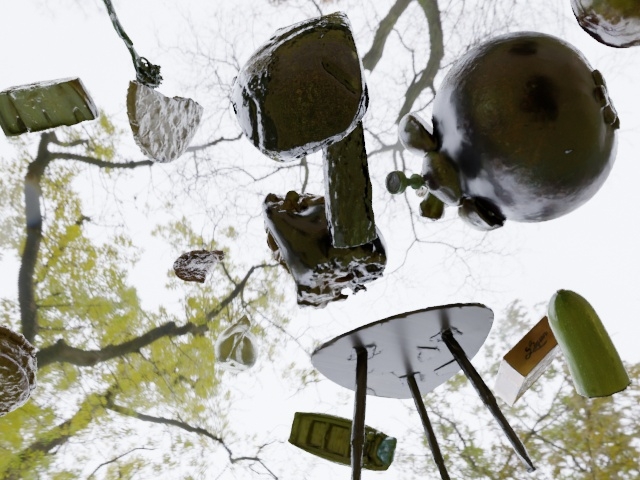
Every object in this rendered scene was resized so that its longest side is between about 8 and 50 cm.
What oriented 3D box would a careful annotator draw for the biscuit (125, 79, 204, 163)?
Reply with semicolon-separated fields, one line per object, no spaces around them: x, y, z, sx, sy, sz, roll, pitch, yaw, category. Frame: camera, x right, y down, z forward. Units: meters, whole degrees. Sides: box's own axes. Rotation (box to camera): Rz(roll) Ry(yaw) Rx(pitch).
-0.289;-0.209;0.942;0.032;0.250;0.133;15;-81;11;biscuit

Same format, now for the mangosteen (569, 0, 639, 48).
0.375;-0.290;0.438;0.297;0.297;0.313;48;-69;10;mangosteen

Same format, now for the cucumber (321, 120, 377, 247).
0.027;-0.098;0.728;0.062;0.078;0.211;-19;-73;-27;cucumber

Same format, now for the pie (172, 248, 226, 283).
-0.269;0.053;1.109;0.088;0.191;0.033;17;-73;-1;pie

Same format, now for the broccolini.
-0.380;-0.390;1.021;0.057;0.254;0.071;21;-112;12;broccolini

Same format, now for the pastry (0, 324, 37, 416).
-0.344;0.132;0.516;0.097;0.109;0.057;-34;-144;16;pastry

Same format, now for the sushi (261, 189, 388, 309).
-0.003;0.004;0.928;0.213;0.200;0.204;-1;-125;-24;sushi

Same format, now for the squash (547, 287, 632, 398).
0.465;0.171;0.901;0.095;0.095;0.188;-18;-96;-18;squash

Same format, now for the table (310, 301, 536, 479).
0.178;0.278;0.805;0.317;0.317;0.249;-1;-133;-12;table

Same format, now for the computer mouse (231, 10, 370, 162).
-0.022;-0.147;0.445;0.122;0.073;0.217;-25;-148;13;computer mouse

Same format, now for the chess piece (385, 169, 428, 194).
0.155;-0.099;0.862;0.093;0.042;0.042;-8;-112;-38;chess piece

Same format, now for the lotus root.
-0.705;-0.350;1.318;0.235;0.119;0.138;-16;-151;-10;lotus root

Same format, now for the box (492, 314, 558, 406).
0.495;0.294;1.217;0.152;0.237;0.070;-38;-121;-14;box

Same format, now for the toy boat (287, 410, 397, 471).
0.058;0.498;1.261;0.276;0.084;0.111;4;-116;25;toy boat

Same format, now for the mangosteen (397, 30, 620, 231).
0.314;-0.175;0.843;0.330;0.330;0.330;4;-113;-10;mangosteen

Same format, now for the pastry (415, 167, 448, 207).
0.344;-0.183;1.417;0.103;0.189;0.189;25;-115;-6;pastry

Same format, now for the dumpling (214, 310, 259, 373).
-0.181;0.227;1.147;0.100;0.169;0.134;6;-115;17;dumpling
